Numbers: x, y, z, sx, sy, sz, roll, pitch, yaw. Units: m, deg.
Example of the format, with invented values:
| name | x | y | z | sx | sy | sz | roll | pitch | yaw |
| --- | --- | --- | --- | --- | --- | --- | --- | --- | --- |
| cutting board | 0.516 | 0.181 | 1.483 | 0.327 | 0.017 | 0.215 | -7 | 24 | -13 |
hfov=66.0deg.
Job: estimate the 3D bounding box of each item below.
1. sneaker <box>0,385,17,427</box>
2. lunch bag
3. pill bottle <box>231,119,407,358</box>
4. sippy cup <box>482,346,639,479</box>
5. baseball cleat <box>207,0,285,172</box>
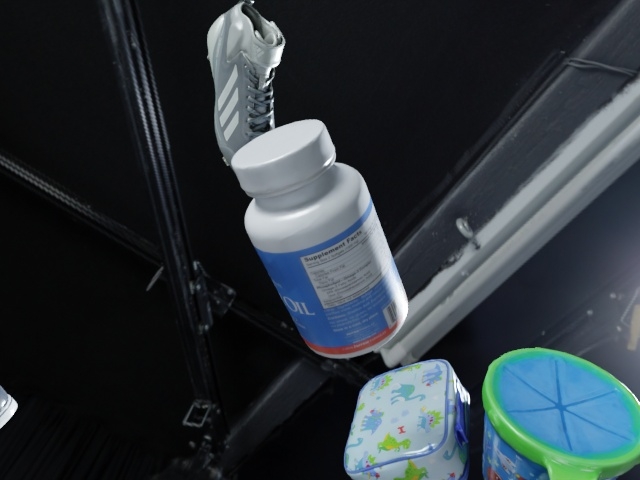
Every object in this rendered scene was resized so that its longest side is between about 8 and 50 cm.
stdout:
| name | x | y | z | sx | sy | sz | roll | pitch | yaw |
| --- | --- | --- | --- | --- | --- | --- | --- | --- | --- |
| sneaker | -0.686 | 0.364 | 0.841 | 0.126 | 0.321 | 0.127 | -13 | -62 | 20 |
| lunch bag | 0.138 | 0.282 | 0.746 | 0.176 | 0.219 | 0.090 | -26 | -76 | 23 |
| pill bottle | 0.000 | 0.000 | 0.492 | 0.124 | 0.124 | 0.221 | -14 | -61 | 18 |
| sippy cup | 0.369 | 0.336 | 0.808 | 0.240 | 0.306 | 0.223 | 34 | -47 | 42 |
| baseball cleat | -0.080 | -0.167 | 0.561 | 0.109 | 0.072 | 0.205 | -13 | -88 | 51 |
